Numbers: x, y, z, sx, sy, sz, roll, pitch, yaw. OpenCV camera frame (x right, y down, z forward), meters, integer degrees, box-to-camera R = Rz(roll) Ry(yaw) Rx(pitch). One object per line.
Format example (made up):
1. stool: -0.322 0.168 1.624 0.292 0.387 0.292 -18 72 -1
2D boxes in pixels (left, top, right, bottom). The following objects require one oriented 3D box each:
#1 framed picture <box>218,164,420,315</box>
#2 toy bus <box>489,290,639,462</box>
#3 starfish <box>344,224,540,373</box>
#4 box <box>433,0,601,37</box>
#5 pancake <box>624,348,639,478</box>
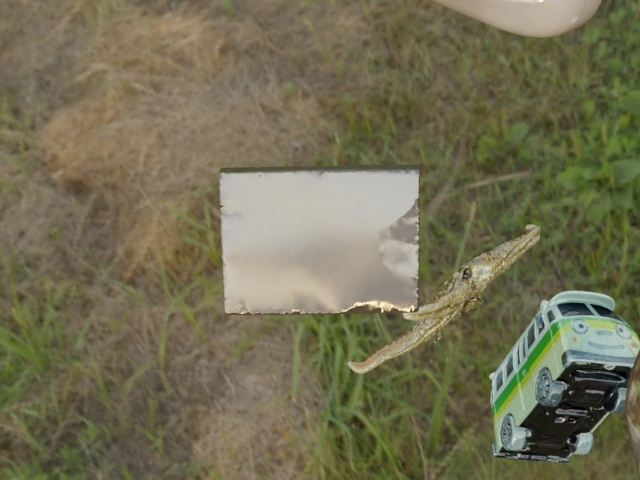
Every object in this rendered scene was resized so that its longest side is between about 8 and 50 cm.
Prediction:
1. framed picture: 0.000 0.000 1.006 0.168 0.128 0.023 -1 16 0
2. toy bus: 0.344 0.194 1.691 0.134 0.276 0.164 7 50 -15
3. starfish: 0.147 0.064 1.269 0.247 0.138 0.050 -27 76 -39
4. box: 0.162 -0.252 1.080 0.200 0.088 0.146 28 33 24
5. pancake: 0.285 0.116 0.694 0.031 0.250 0.250 2 37 -36
